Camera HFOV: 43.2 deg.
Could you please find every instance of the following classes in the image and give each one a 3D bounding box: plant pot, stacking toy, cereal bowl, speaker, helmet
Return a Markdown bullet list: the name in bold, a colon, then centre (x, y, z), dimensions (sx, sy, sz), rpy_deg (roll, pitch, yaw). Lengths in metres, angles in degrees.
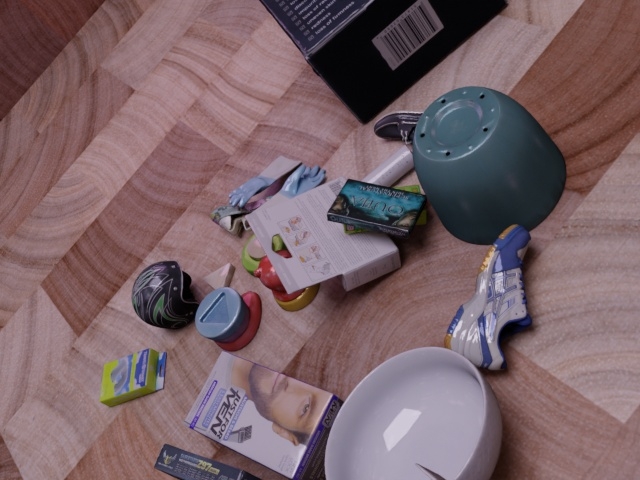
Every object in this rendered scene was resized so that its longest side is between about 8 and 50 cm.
- **plant pot**: centre (0.324, -0.174, 1.656), dimensions (0.293, 0.235, 0.293), rpy_deg (-19, 51, 25)
- **stacking toy**: centre (-0.186, 0.088, 1.927), dimensions (0.309, 0.130, 0.279), rpy_deg (-37, 46, 9)
- **cereal bowl**: centre (0.179, 0.367, 1.434), dimensions (0.339, 0.141, 0.339), rpy_deg (-29, 35, 23)
- **speaker**: centre (0.163, -0.161, 1.894), dimensions (0.136, 0.055, 0.055), rpy_deg (-40, 45, 8)
- **helmet**: centre (-0.391, 0.134, 2.024), dimensions (0.169, 0.161, 0.169), rpy_deg (-19, 51, 25)

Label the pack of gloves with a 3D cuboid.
- **pack of gloves**: centre (-0.115, -0.148, 2.039), dimensions (0.195, 0.046, 0.232), rpy_deg (21, 51, 38)

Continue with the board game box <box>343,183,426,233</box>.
- **board game box**: centre (0.137, -0.070, 1.795), dimensions (0.181, 0.043, 0.092), rpy_deg (-7, 43, 0)

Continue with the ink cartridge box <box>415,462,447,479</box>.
- **ink cartridge box**: centre (0.244, 0.472, 1.181), dimensions (0.119, 0.353, 0.207), rpy_deg (-51, 44, -5)

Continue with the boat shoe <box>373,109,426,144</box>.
- **boat shoe**: centre (0.214, -0.263, 1.914), dimensions (0.206, 0.075, 0.065), rpy_deg (-3, 56, 30)

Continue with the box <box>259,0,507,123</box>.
- **box**: centre (0.127, -0.646, 2.086), dimensions (0.480, 0.297, 0.472), rpy_deg (-39, 47, 8)

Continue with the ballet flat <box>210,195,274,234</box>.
- **ballet flat**: centre (-0.195, -0.056, 2.079), dimensions (0.221, 0.077, 0.079), rpy_deg (-11, 58, 26)

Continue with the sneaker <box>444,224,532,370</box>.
- **sneaker**: centre (0.354, 0.113, 1.546), dimensions (0.131, 0.112, 0.296), rpy_deg (22, 76, 25)

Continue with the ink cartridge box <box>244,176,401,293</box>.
- **ink cartridge box**: centre (0.000, 0.000, 1.828), dimensions (0.261, 0.066, 0.296), rpy_deg (-23, 44, -10)

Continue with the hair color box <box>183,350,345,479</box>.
- **hair color box**: centre (-0.112, 0.371, 1.694), dimensions (0.339, 0.110, 0.185), rpy_deg (13, 68, 40)

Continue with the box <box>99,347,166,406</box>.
- **box**: centre (-0.471, 0.341, 2.026), dimensions (0.178, 0.042, 0.109), rpy_deg (-22, 50, 24)

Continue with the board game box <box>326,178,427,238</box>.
- **board game box**: centre (0.122, -0.071, 1.744), dimensions (0.186, 0.026, 0.126), rpy_deg (13, 46, 20)

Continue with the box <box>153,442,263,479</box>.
- **box**: centre (-0.192, 0.484, 1.619), dimensions (0.232, 0.183, 0.059), rpy_deg (4, 64, 39)
